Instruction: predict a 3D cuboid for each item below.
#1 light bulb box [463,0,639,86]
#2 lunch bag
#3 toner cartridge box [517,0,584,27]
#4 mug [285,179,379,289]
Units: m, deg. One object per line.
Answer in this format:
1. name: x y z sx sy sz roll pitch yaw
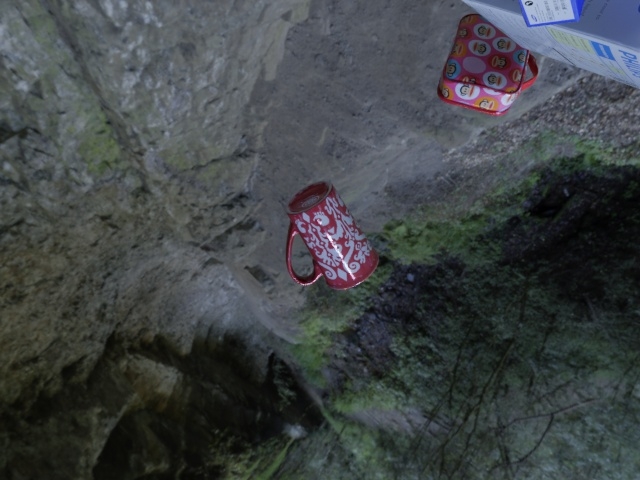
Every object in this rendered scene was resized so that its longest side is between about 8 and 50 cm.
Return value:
1. light bulb box: 0.532 -0.467 0.784 0.361 0.357 0.226 44 122 35
2. lunch bag: 0.498 -0.512 1.209 0.257 0.293 0.120 19 158 12
3. toner cartridge box: 0.336 -0.498 0.554 0.075 0.349 0.165 13 177 37
4. mug: 0.007 0.000 0.725 0.113 0.150 0.169 14 143 51
